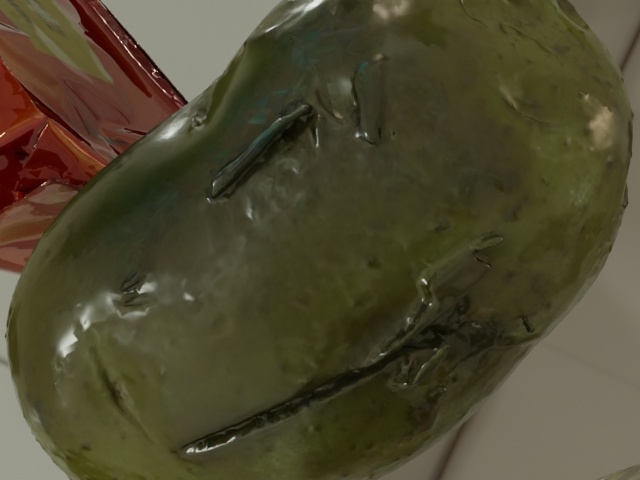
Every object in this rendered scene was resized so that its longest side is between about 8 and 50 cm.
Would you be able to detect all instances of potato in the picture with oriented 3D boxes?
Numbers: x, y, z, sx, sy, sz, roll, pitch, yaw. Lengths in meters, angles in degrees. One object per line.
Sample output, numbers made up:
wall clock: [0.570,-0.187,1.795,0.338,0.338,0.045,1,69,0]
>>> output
potato: [0.000,0.000,0.646,0.248,0.143,0.169,-36,41,2]

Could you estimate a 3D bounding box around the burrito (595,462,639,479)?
burrito: [0.076,0.153,0.520,0.105,0.143,0.299,-33,-14,-14]

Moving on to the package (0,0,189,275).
package: [-0.221,-0.125,1.131,0.123,0.423,0.196,-51,-32,16]
